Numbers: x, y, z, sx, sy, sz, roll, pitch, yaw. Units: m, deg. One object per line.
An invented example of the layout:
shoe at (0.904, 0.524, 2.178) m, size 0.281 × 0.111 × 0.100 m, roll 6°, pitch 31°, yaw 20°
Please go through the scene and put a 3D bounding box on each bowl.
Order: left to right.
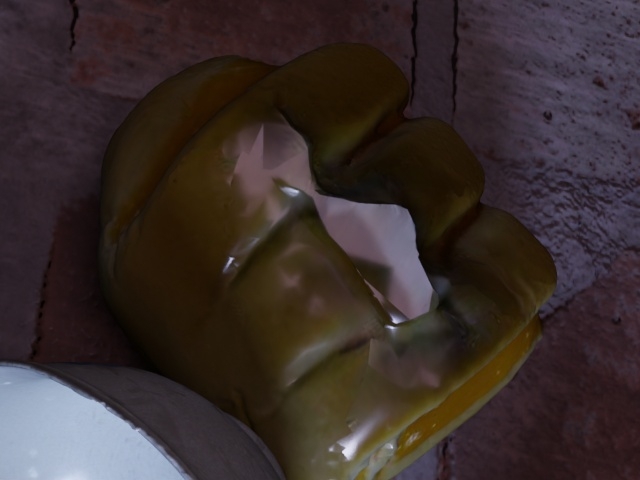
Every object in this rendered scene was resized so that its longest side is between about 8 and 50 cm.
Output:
bowl at (-0.104, 0.186, 0.777) m, size 0.313 × 0.313 × 0.146 m, roll 54°, pitch 44°, yaw 3°

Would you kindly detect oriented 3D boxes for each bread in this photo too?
bread at (0.000, 0.000, 0.894) m, size 0.301 × 0.210 × 0.341 m, roll -29°, pitch 84°, yaw -27°
